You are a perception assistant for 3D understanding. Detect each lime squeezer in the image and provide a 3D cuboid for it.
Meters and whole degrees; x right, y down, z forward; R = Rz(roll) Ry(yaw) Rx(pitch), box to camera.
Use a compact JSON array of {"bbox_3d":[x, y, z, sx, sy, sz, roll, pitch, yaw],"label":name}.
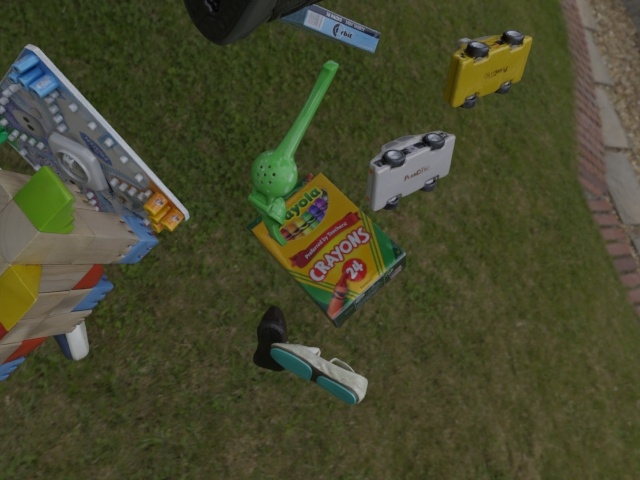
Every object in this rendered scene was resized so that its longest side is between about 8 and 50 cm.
[{"bbox_3d":[-0.054,-0.072,0.726,0.059,0.310,0.110,20,46,2],"label":"lime squeezer"}]

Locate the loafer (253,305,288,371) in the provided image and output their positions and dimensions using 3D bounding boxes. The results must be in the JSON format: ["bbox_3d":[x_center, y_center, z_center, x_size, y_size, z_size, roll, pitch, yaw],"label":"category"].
[{"bbox_3d":[-0.101,0.224,1.308,0.080,0.220,0.078,15,51,1],"label":"loafer"}]

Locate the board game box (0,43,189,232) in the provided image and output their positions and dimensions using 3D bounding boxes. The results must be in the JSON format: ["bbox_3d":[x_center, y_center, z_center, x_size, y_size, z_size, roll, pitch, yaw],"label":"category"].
[{"bbox_3d":[-0.489,-0.144,1.145,0.390,0.390,0.050,50,55,-23],"label":"board game box"}]

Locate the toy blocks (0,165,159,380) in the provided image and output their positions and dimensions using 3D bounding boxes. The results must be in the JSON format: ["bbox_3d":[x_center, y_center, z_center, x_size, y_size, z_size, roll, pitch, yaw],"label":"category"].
[{"bbox_3d":[-0.382,0.062,0.733,0.191,0.381,0.261,48,8,11],"label":"toy blocks"}]

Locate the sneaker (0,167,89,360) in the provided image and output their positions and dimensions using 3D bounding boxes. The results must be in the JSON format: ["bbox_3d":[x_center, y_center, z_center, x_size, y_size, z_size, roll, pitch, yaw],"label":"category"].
[{"bbox_3d":[-0.506,0.057,0.936,0.148,0.131,0.350,-29,95,-21],"label":"sneaker"}]

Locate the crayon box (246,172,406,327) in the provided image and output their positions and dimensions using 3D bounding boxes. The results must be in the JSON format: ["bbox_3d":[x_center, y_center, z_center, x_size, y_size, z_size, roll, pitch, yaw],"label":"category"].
[{"bbox_3d":[0.000,0.000,1.229,0.202,0.081,0.318,-42,67,-9],"label":"crayon box"}]

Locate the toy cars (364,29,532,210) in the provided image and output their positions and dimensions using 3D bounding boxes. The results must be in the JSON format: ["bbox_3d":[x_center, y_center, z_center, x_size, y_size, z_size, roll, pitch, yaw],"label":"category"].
[{"bbox_3d":[0.197,-0.211,0.970,0.087,0.393,0.176,39,2,35],"label":"toy cars"}]

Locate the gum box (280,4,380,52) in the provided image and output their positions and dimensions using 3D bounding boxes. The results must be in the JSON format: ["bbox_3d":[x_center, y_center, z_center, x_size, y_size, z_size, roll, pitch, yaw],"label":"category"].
[{"bbox_3d":[-0.002,-0.406,1.088,0.157,0.041,0.184,9,20,-34],"label":"gum box"}]

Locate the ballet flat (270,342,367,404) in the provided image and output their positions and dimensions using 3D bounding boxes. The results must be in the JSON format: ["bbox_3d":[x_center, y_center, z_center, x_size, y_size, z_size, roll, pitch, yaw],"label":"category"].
[{"bbox_3d":[-0.001,0.204,0.934,0.168,0.057,0.052,30,48,10],"label":"ballet flat"}]

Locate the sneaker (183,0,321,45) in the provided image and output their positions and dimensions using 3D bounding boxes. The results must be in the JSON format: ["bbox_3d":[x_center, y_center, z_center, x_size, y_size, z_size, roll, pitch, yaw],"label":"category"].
[{"bbox_3d":[-0.003,-0.238,0.425,0.087,0.227,0.130,52,51,-9],"label":"sneaker"}]
